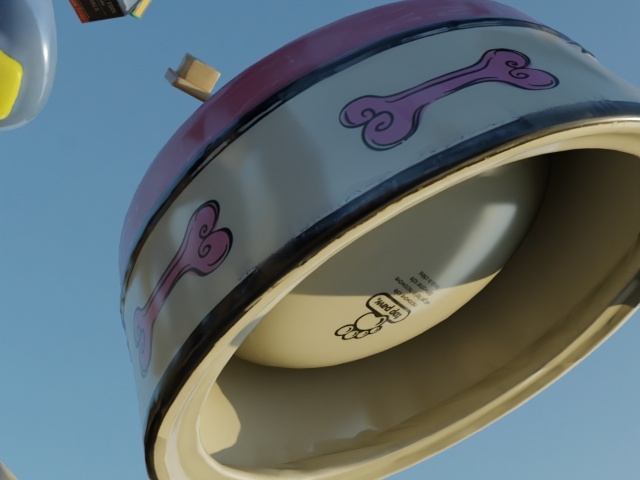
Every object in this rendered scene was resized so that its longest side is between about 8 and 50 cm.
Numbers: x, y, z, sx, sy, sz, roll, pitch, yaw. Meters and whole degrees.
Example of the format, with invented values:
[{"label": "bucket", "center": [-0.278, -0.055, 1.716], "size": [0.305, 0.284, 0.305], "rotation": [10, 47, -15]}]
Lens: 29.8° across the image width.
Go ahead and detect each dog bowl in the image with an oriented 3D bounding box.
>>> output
[{"label": "dog bowl", "center": [0.048, 0.011, 0.806], "size": [0.150, 0.408, 0.408], "rotation": [59, -24, 28]}]

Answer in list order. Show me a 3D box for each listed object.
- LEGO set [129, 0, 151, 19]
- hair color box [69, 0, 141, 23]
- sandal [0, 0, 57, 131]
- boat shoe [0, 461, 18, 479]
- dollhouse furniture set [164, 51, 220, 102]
[{"label": "LEGO set", "center": [-0.259, -0.393, 1.244], "size": [0.255, 0.192, 0.331], "rotation": [33, 1, 23]}, {"label": "hair color box", "center": [-0.105, -0.199, 0.718], "size": [0.043, 0.141, 0.072], "rotation": [1, -50, 40]}, {"label": "sandal", "center": [-0.156, -0.179, 0.588], "size": [0.138, 0.317, 0.126], "rotation": [10, -43, -33]}, {"label": "boat shoe", "center": [-0.217, 0.231, 0.808], "size": [0.219, 0.070, 0.078], "rotation": [54, -51, 9]}, {"label": "dollhouse furniture set", "center": [0.000, 0.000, 1.171], "size": [0.356, 0.173, 0.303], "rotation": [27, 9, -24]}]
